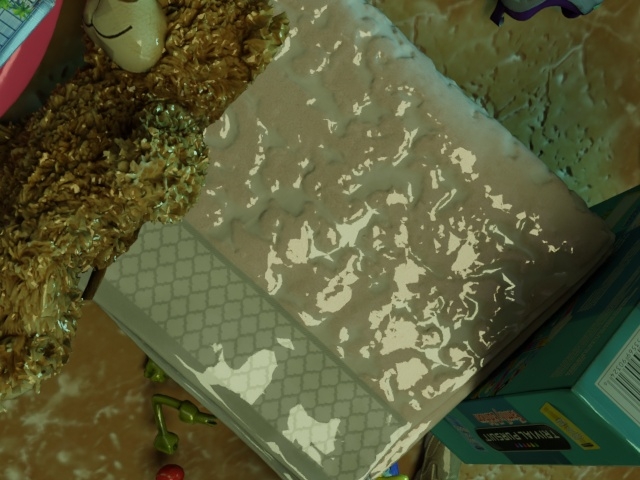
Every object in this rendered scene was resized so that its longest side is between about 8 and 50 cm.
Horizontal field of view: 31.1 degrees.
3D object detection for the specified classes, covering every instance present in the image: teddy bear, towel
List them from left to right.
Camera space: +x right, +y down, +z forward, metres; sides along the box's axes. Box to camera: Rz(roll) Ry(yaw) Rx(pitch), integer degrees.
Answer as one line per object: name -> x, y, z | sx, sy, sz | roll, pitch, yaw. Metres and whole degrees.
teddy bear -> -0.164, -0.046, 0.766 | 0.113, 0.245, 0.338 | 35, 104, -25
towel -> 0.000, 0.000, 0.877 | 0.332, 0.053, 0.317 | 43, 96, -4

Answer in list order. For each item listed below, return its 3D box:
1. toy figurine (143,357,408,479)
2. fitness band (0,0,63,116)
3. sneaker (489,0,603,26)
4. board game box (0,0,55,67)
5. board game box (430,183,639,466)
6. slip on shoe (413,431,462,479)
toy figurine -> -0.012, 0.201, 1.066 | 0.217, 0.191, 0.362 | -28, 113, -55
fitness band -> -0.258, -0.191, 0.713 | 0.209, 0.054, 0.290 | 4, 109, -40
sneaker -> 0.242, -0.235, 0.948 | 0.224, 0.083, 0.098 | -11, 146, -15
board game box -> -0.274, -0.105, 0.637 | 0.194, 0.060, 0.194 | 35, 70, -41
board game box -> 0.225, 0.059, 0.910 | 0.079, 0.336, 0.254 | 43, 73, -2
slip on shoe -> 0.127, 0.232, 1.180 | 0.052, 0.041, 0.135 | 9, 115, -28
